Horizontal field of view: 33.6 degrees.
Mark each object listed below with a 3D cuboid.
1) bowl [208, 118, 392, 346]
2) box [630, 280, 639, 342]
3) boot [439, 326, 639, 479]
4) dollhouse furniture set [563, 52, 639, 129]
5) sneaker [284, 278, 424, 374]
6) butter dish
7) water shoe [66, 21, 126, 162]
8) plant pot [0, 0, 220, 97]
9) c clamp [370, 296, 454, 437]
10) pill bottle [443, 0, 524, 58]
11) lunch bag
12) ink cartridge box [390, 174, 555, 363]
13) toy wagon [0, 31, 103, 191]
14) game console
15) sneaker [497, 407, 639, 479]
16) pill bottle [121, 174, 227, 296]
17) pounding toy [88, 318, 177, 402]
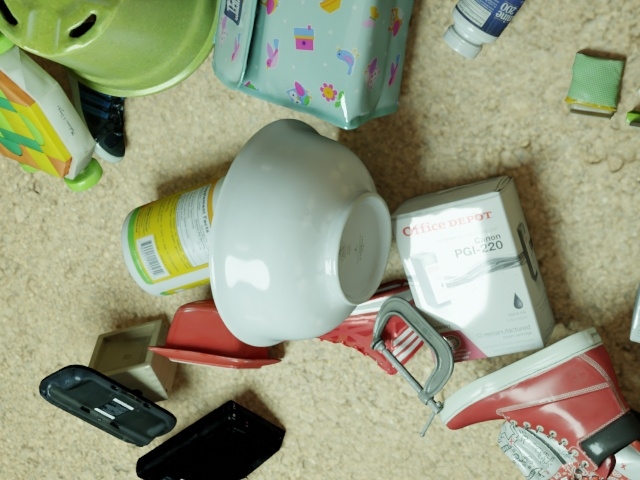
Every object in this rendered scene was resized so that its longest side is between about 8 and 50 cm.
[{"bbox_3d":[0.000,0.000,1.331,0.134,0.298,0.298,10,111,30],"label":"bowl"},{"bbox_3d":[0.441,0.077,1.303,0.101,0.101,0.087,11,111,16],"label":"box"},{"bbox_3d":[0.277,0.237,1.341,0.244,0.088,0.176,-30,77,31],"label":"boot"},{"bbox_3d":[0.368,-0.175,1.269,0.151,0.058,0.076,12,111,17],"label":"dollhouse furniture set"},{"bbox_3d":[0.045,0.143,1.491,0.221,0.087,0.128,-16,100,26],"label":"sneaker"},{"bbox_3d":[-0.146,0.123,1.542,0.160,0.160,0.118,6,86,20],"label":"butter dish"},{"bbox_3d":[-0.308,-0.211,1.515,0.080,0.073,0.203,-11,104,22],"label":"water shoe"},{"bbox_3d":[-0.286,-0.317,1.335,0.275,0.254,0.276,2,98,11],"label":"plant pot"},{"bbox_3d":[0.116,0.160,1.403,0.161,0.022,0.137,52,132,26],"label":"c clamp"},{"bbox_3d":[0.203,-0.284,1.292,0.067,0.067,0.120,38,117,6],"label":"pill bottle"},{"bbox_3d":[-0.026,-0.285,1.334,0.262,0.160,0.224,22,118,25],"label":"lunch bag"},{"bbox_3d":[0.201,0.040,1.391,0.158,0.092,0.218,-14,100,25],"label":"ink cartridge box"},{"bbox_3d":[-0.457,-0.200,1.506,0.344,0.068,0.267,19,148,38],"label":"toy wagon"},{"bbox_3d":[-0.240,0.272,1.570,0.213,0.044,0.361,-35,127,27],"label":"game console"},{"bbox_3d":[0.370,0.291,1.413,0.270,0.090,0.145,31,117,13],"label":"sneaker"},{"bbox_3d":[-0.144,-0.015,1.482,0.245,0.136,0.136,-17,101,25],"label":"pill bottle"},{"bbox_3d":[-0.293,0.200,1.621,0.141,0.130,0.100,-15,122,13],"label":"pounding toy"}]
